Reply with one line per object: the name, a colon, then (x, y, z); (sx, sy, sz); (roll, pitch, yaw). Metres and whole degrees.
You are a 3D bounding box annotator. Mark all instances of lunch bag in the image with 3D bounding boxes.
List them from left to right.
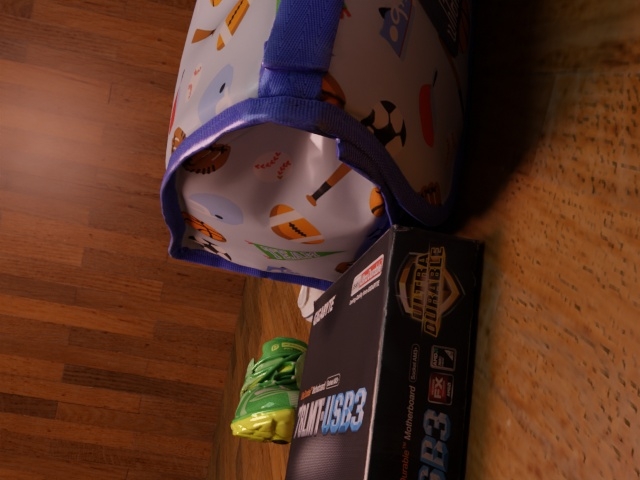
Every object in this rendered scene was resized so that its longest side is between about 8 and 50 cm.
lunch bag: (0.003, -0.155, 0.664); (0.385, 0.238, 0.328); (105, 175, -72)

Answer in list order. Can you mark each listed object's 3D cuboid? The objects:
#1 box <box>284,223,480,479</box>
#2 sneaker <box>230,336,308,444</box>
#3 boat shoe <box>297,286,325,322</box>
box: (0.030, 0.166, 0.634); (0.295, 0.073, 0.294); (132, 147, -72)
sneaker: (-0.054, 0.182, 1.003); (0.295, 0.109, 0.124); (157, 119, -80)
boat shoe: (0.000, 0.000, 0.957); (0.095, 0.084, 0.258); (-90, 14, -48)
